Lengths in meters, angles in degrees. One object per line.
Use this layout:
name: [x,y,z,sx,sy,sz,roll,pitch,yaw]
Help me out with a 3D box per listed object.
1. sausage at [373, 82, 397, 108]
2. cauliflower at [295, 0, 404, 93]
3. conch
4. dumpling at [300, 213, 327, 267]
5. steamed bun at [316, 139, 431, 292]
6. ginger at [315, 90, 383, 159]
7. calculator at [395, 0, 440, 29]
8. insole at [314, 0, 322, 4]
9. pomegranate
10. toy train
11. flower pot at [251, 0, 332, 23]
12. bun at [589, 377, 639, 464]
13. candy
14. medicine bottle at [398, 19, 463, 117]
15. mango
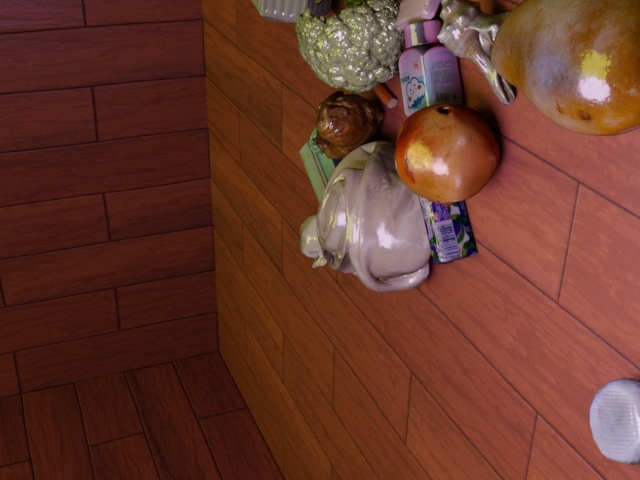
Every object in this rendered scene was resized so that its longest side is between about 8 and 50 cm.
sausage: [0.153,-0.360,2.016,0.107,0.031,0.031,-122,29,-44]
cauliflower: [0.082,-0.488,1.954,0.272,0.275,0.250,66,-141,-57]
conch: [0.302,-0.382,1.517,0.234,0.114,0.137,38,161,8]
dumpling: [0.000,0.000,2.454,0.250,0.132,0.162,170,94,-70]
steamed bun: [0.117,-0.046,1.944,0.368,0.255,0.342,-135,42,-56]
ginger: [0.066,-0.295,2.052,0.165,0.172,0.321,51,178,6]
calculator: [0.211,-0.504,1.742,0.175,0.032,0.100,10,81,69]
insole: [0.030,-0.705,1.994,0.119,0.009,0.348,-37,36,51]
pomegranate: [0.247,-0.175,1.623,0.209,0.209,0.209,170,90,-70]
toy train: [0.029,-0.182,2.280,0.177,0.116,0.285,-54,48,45]
flower pot: [-0.074,-0.715,2.205,0.239,0.209,0.189,-118,27,-44]
bun: [0.499,0.289,1.319,0.141,0.083,0.140,180,90,-67]
candy: [0.255,-0.104,1.776,0.061,0.088,0.312,147,112,-73]
medicine bottle: [0.226,-0.359,1.726,0.119,0.095,0.187,-178,78,-68]
mango: [0.382,-0.268,1.195,0.384,0.199,0.221,-146,50,-64]
